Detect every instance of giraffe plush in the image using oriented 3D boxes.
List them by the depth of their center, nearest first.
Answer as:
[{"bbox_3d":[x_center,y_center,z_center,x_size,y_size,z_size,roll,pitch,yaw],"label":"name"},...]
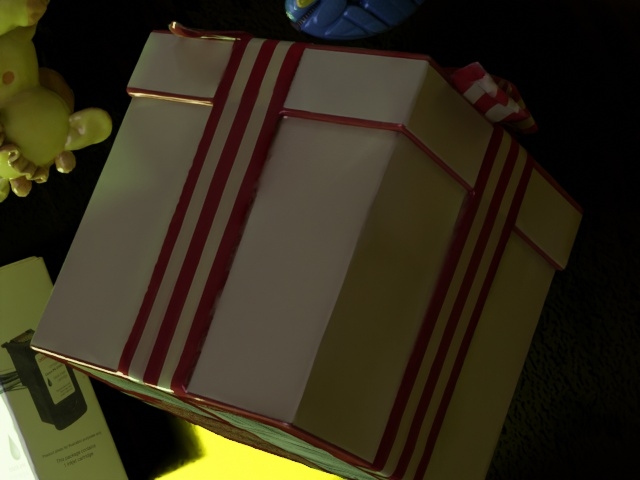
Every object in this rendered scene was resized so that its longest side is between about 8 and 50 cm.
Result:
[{"bbox_3d":[-0.265,-0.133,1.206,0.181,0.210,0.170,-16,121,39],"label":"giraffe plush"}]

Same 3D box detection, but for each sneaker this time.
[{"bbox_3d":[0.037,-0.179,0.913,0.078,0.188,0.067,-18,115,47],"label":"sneaker"}]

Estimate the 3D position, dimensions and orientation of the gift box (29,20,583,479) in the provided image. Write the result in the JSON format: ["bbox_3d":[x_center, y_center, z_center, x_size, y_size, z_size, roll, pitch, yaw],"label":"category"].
[{"bbox_3d":[0.000,0.000,0.899,0.255,0.276,0.258,12,74,33],"label":"gift box"}]

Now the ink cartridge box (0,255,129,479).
[{"bbox_3d":[-0.300,0.155,1.344,0.172,0.100,0.237,-23,87,41],"label":"ink cartridge box"}]
